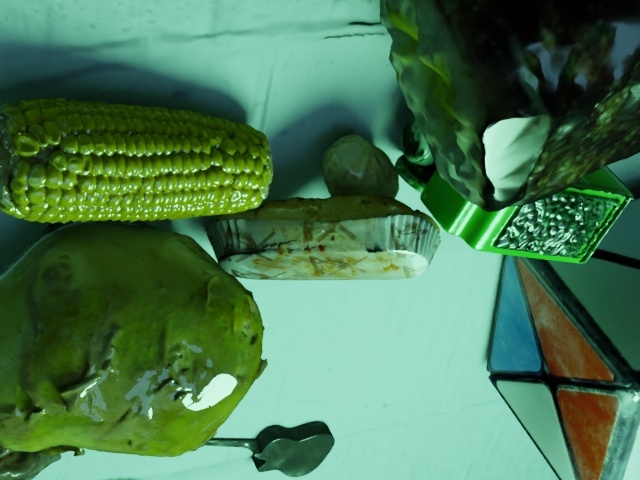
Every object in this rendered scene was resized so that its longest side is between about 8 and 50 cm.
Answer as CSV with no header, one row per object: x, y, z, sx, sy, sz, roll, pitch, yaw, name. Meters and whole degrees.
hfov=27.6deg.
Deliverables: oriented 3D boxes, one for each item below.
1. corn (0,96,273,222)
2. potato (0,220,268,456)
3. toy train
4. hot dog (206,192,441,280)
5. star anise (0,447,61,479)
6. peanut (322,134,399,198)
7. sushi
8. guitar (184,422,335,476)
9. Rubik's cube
-0.181,-0.074,1.225,0.322,0.119,0.119,-3,132,-36,corn
-0.191,0.113,1.298,0.300,0.196,0.246,-14,119,-37,potato
0.205,-0.070,1.416,0.243,0.188,0.132,7,124,-37,toy train
0.000,0.000,1.381,0.253,0.069,0.131,-2,155,13,hot dog
-0.413,0.222,1.389,0.315,0.108,0.315,-20,140,-18,star anise
0.051,-0.049,1.426,0.080,0.080,0.174,-28,143,-4,peanut
0.212,-0.210,1.204,0.294,0.299,0.281,-24,167,-6,sushi
-0.085,0.273,1.708,0.233,0.025,0.088,8,127,-38,guitar
0.424,0.132,1.664,0.310,0.307,0.305,-17,136,-19,Rubik's cube
